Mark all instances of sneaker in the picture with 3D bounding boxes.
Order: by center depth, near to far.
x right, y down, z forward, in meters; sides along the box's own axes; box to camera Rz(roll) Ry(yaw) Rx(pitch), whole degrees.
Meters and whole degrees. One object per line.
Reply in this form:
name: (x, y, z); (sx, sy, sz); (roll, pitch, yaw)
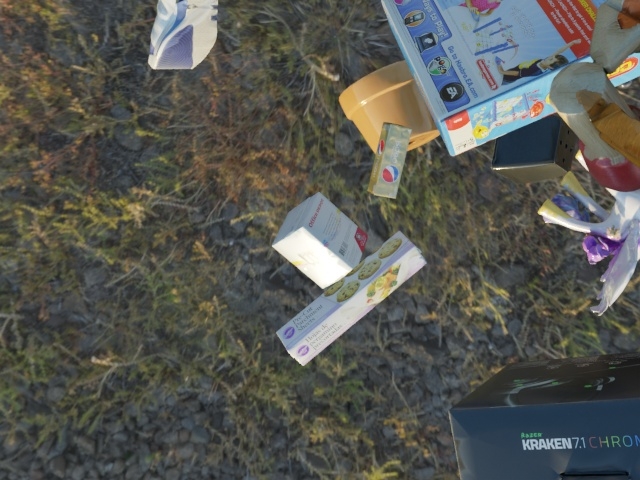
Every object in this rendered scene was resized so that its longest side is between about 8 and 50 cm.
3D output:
sneaker: (-0.301, -0.540, 1.423); (0.127, 0.182, 0.315); (-9, 142, -39)

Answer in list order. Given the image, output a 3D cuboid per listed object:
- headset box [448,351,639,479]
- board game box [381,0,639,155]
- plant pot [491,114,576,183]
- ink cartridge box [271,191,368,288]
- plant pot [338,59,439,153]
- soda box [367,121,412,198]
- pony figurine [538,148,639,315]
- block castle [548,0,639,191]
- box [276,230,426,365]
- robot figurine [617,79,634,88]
headset box: (0.290, 0.198, 0.662); (0.246, 0.283, 0.131); (-12, 84, 27)
board game box: (0.273, -0.313, 0.961); (0.302, 0.308, 0.086); (-22, 145, 10)
plant pot: (0.608, -0.264, 1.841); (0.167, 0.188, 0.187); (9, 86, 40)
ink cartridge box: (0.000, 0.000, 1.583); (0.176, 0.128, 0.127); (42, 136, -19)
plant pot: (0.222, -0.368, 1.894); (0.291, 0.291, 0.203); (-21, 85, 8)
soda box: (0.174, -0.203, 1.660); (0.061, 0.058, 0.181); (9, 103, -16)
pony figurine: (0.738, -0.033, 1.616); (0.363, 0.303, 0.351); (36, 128, 17)
block castle: (0.458, -0.174, 0.558); (0.213, 0.303, 0.453); (27, 112, -43)
box: (0.062, 0.113, 1.302); (0.324, 0.067, 0.063); (-39, 129, 0)
robot figurine: (0.536, -0.373, 1.408); (0.173, 0.278, 0.209); (-36, 91, 28)
